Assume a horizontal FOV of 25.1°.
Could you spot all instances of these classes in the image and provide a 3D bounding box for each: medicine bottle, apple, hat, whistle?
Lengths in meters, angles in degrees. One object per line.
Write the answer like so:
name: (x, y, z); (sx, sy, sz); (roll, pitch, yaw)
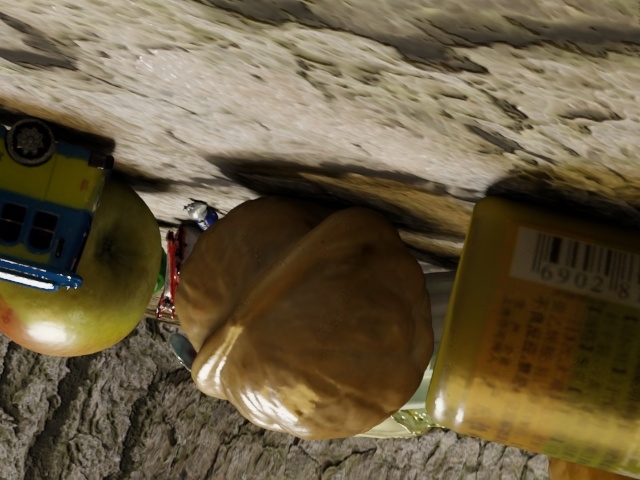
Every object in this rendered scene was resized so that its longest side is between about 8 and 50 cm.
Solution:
medicine bottle: (0.302, 0.105, 1.307); (0.384, 0.224, 0.224); (13, 172, 5)
apple: (-0.311, 0.024, 1.786); (0.194, 0.261, 0.260); (-6, 161, 37)
hat: (-0.123, 0.050, 2.083); (0.227, 0.140, 0.129); (2, -177, -6)
whistle: (-0.148, -0.031, 1.864); (0.033, 0.029, 0.083); (-4, 158, 21)

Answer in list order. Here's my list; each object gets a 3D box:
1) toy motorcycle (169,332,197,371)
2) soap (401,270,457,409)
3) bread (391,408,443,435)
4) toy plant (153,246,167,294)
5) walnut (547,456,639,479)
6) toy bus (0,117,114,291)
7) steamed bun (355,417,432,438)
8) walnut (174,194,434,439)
toy motorcycle: (-0.057, 0.124, 1.982); (0.319, 0.241, 0.182); (28, -178, -28)
soap: (0.052, 0.130, 1.795); (0.289, 0.173, 0.095); (-5, 127, 7)
bread: (0.194, 0.173, 2.056); (0.152, 0.130, 0.267); (32, -152, 17)
toy plant: (-0.362, 0.033, 2.138); (0.218, 0.175, 0.235); (-29, -132, -35)
walnut: (0.481, 0.294, 1.897); (0.308, 0.354, 0.398); (47, 165, -12)
toy bus: (-0.384, -0.056, 1.581); (0.287, 0.175, 0.138); (16, 171, -9)
steamed bun: (0.037, 0.201, 2.407); (0.333, 0.233, 0.312); (3, 166, 18)
walnut: (-0.018, 0.081, 1.586); (0.296, 0.285, 0.285); (50, -175, 21)
